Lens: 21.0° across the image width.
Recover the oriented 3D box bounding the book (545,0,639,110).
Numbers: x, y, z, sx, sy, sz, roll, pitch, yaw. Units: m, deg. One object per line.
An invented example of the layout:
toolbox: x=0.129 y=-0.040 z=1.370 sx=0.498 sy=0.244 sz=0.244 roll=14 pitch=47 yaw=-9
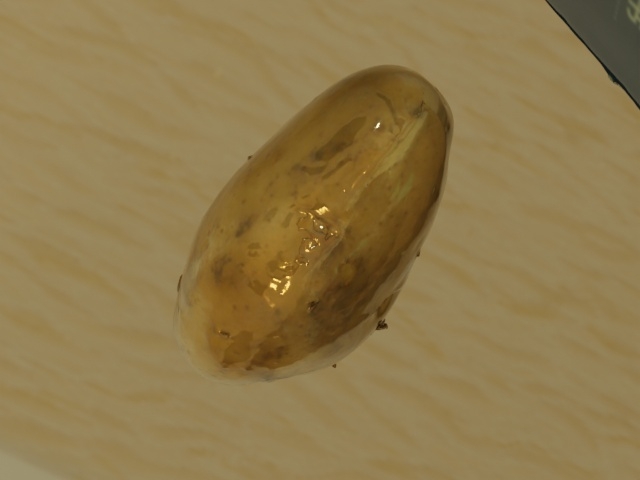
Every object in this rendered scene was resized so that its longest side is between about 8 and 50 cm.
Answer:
book: x=0.057 y=-0.282 z=0.680 sx=0.428 sy=0.039 sz=0.300 roll=55 pitch=155 yaw=30

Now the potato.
potato: x=0.002 y=-0.002 z=1.027 sx=0.234 sy=0.128 sz=0.161 roll=-52 pitch=-3 yaw=13
